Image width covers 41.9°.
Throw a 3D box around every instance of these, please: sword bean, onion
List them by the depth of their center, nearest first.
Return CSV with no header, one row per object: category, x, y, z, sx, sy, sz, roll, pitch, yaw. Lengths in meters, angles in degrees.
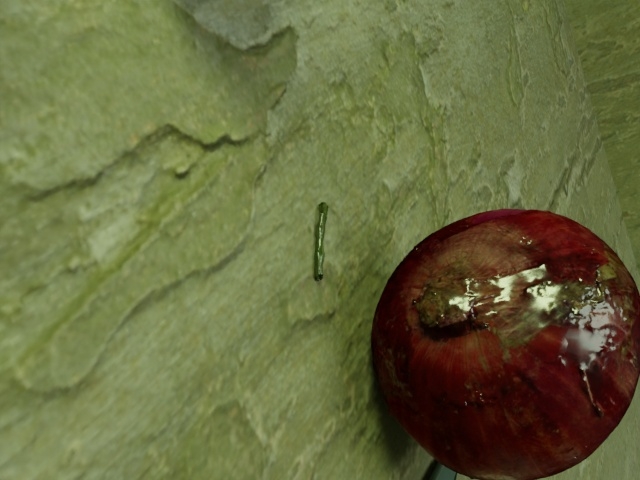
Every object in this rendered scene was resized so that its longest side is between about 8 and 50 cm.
sword bean,0.000,0.000,0.827,0.012,0.012,0.083,36,51,-49
onion,0.183,0.097,0.836,0.276,0.276,0.276,30,54,-53

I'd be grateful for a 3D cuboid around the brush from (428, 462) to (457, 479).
brush,0.188,0.234,1.011,0.297,0.060,0.068,-52,126,-54
